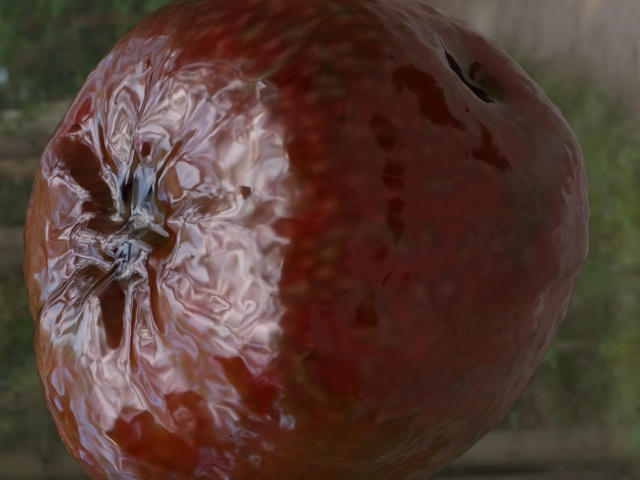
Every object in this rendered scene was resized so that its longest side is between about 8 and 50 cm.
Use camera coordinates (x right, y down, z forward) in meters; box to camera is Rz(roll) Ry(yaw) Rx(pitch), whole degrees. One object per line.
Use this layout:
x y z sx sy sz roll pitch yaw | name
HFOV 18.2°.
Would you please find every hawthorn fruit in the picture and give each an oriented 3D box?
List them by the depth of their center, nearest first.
0.000 0.000 0.994 0.299 0.275 0.275 -20 -67 -41 | hawthorn fruit
